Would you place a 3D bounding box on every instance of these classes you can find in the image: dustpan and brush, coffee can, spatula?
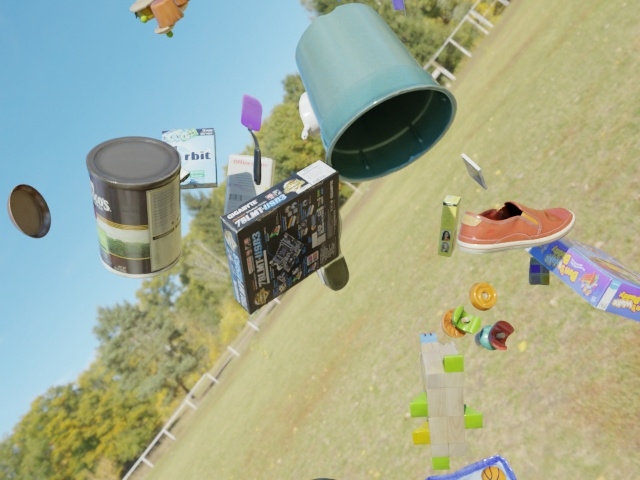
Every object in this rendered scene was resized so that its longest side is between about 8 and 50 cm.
[{"bbox_3d":[-0.035,-0.385,1.798,0.060,0.147,0.211,-25,31,13],"label":"dustpan and brush"},{"bbox_3d":[-0.429,-0.076,1.291,0.201,0.201,0.275,-52,-21,-48],"label":"coffee can"},{"bbox_3d":[-0.196,-0.288,1.629,0.030,0.084,0.296,-39,-37,-34],"label":"spatula"}]

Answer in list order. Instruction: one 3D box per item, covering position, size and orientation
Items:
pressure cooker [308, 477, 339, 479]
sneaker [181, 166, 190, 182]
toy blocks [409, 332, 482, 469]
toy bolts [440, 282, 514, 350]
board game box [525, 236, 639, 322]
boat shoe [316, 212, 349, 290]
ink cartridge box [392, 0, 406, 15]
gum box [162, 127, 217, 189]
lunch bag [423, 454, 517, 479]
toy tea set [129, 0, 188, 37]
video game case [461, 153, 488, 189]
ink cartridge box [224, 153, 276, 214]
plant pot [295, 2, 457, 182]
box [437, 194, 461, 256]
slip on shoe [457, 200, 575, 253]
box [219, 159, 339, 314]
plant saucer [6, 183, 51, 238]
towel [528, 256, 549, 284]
[{"bbox_3d":[-0.002,0.859,1.458,0.375,0.370,0.420,-38,-9,22],"label":"pressure cooker"},{"bbox_3d":[-0.418,-0.165,1.529,0.109,0.044,0.040,-43,-4,-11],"label":"sneaker"},{"bbox_3d":[0.349,0.423,1.589,0.261,0.191,0.381,-80,-16,-66],"label":"toy blocks"},{"bbox_3d":[0.552,0.282,1.921,0.218,0.228,0.158,-53,2,-23],"label":"toy bolts"},{"bbox_3d":[0.720,0.089,1.413,0.347,0.233,0.078,-107,37,-68],"label":"board game box"},{"bbox_3d":[0.000,0.000,1.570,0.113,0.302,0.103,-23,27,-29],"label":"boat shoe"},{"bbox_3d":[0.257,-0.922,1.900,0.206,0.045,0.208,65,-159,-50],"label":"ink cartridge box"},{"bbox_3d":[-0.391,-0.244,1.634,0.041,0.157,0.184,100,165,-71],"label":"gum box"},{"bbox_3d":[0.350,0.692,1.099,0.239,0.385,0.328,-13,-43,-13],"label":"lunch bag"},{"bbox_3d":[-0.416,-0.666,1.559,0.200,0.124,0.336,-8,44,23],"label":"toy tea set"},{"bbox_3d":[0.494,-0.220,1.750,0.011,0.087,0.122,-39,-37,5],"label":"video game case"},{"bbox_3d":[-0.246,-0.189,1.910,0.093,0.154,0.212,-73,-10,-81],"label":"ink cartridge box"},{"bbox_3d":[0.111,-0.381,1.367,0.341,0.334,0.341,-19,-23,-9],"label":"plant pot"},{"bbox_3d":[0.510,-0.056,2.165,0.087,0.058,0.232,-46,-40,-55],"label":"box"},{"bbox_3d":[0.472,-0.044,1.294,0.123,0.331,0.101,-147,52,-63],"label":"slip on shoe"},{"bbox_3d":[-0.082,-0.004,1.290,0.293,0.073,0.295,-32,-37,-26],"label":"box"},{"bbox_3d":[-0.870,-0.083,1.622,0.029,0.168,0.168,-16,8,10],"label":"plant saucer"},{"bbox_3d":[0.644,0.091,1.605,0.009,0.060,0.083,44,-131,-84],"label":"towel"}]
